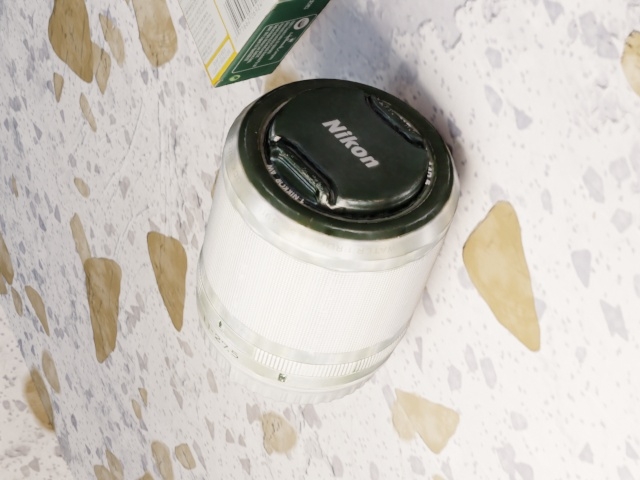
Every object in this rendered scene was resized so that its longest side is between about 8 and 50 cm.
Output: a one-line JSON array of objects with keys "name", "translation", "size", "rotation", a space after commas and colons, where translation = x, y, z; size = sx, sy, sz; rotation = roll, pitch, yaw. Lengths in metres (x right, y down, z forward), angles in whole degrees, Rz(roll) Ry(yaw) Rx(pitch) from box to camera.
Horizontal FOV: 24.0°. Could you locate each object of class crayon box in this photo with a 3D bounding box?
[{"name": "crayon box", "translation": [-0.107, -0.352, 1.579], "size": [0.323, 0.083, 0.203], "rotation": [67, 152, 10]}]

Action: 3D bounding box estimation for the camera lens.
[{"name": "camera lens", "translation": [0.000, 0.000, 1.436], "size": [0.219, 0.219, 0.274], "rotation": [56, 148, 29]}]
